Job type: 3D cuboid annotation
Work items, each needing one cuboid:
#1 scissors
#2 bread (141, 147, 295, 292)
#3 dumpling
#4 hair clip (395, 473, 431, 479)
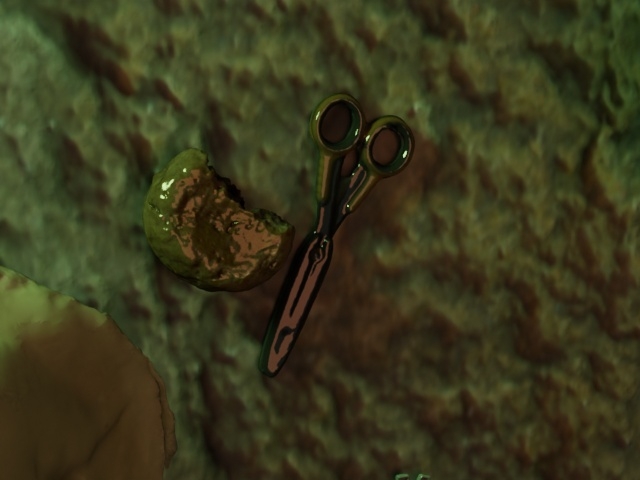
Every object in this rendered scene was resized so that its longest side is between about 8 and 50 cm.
[{"bbox_3d":[0.000,0.000,1.063,0.088,0.017,0.220,22,90,-26],"label":"scissors"},{"bbox_3d":[-0.080,-0.008,1.002,0.113,0.060,0.082,43,80,-21],"label":"bread"},{"bbox_3d":[-0.227,0.182,0.885,0.315,0.233,0.395,-21,121,-22],"label":"dumpling"},{"bbox_3d":[0.071,0.243,1.122,0.030,0.039,0.115,2,95,-29],"label":"hair clip"}]
